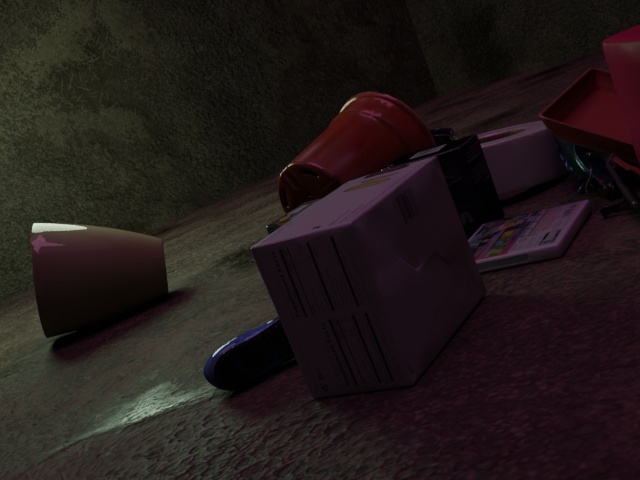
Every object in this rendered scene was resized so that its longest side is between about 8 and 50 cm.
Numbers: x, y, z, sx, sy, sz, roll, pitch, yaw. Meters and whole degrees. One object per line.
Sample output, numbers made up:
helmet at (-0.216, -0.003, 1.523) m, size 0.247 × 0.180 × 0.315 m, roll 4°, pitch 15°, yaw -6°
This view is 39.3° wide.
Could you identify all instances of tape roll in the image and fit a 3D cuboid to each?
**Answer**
tape roll at (0.342, -0.155, 1.764) m, size 0.286 × 0.100 × 0.286 m, roll -16°, pitch 9°, yaw 3°

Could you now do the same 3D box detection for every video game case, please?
video game case at (0.302, -0.002, 1.365) m, size 0.183 × 0.023 × 0.201 m, roll -14°, pitch 14°, yaw 33°

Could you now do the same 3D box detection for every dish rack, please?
dish rack at (0.283, -0.198, 2.049) m, size 0.272 × 0.074 × 0.208 m, roll -2°, pitch -3°, yaw -43°

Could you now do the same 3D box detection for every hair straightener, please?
hair straightener at (0.436, -0.081, 1.337) m, size 0.089 × 0.047 × 0.230 m, roll -47°, pitch 22°, yaw 12°

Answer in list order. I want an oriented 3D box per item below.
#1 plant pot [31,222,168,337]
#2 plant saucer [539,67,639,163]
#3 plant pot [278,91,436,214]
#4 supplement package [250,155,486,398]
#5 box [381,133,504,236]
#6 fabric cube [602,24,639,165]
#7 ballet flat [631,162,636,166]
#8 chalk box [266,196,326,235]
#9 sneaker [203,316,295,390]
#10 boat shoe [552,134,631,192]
plant pot at (-0.484, 0.071, 2.003) m, size 0.274 × 0.256 × 0.256 m, roll -7°, pitch 8°, yaw -10°
plant saucer at (0.527, -0.197, 1.497) m, size 0.258 × 0.047 × 0.259 m, roll 23°, pitch 39°, yaw 25°
plant pot at (0.066, -0.135, 1.902) m, size 0.272 × 0.272 × 0.265 m, roll -9°, pitch 24°, yaw 48°
supplement package at (0.070, 0.039, 1.118) m, size 0.145 × 0.204 × 0.262 m, roll -15°, pitch 13°, yaw 33°
box at (0.214, -0.083, 1.562) m, size 0.156 × 0.158 × 0.093 m, roll -13°, pitch 14°, yaw 34°
fabric cube at (0.576, -0.201, 1.199) m, size 0.259 × 0.254 × 0.258 m, roll -22°, pitch 10°, yaw -1°
ballet flat at (0.536, -0.163, 1.585) m, size 0.070 × 0.070 × 0.188 m, roll -24°, pitch 25°, yaw -12°
chalk box at (0.000, 0.000, 1.647) m, size 0.213 × 0.132 × 0.132 m, roll -13°, pitch 15°, yaw 41°
sneaker at (-0.066, 0.141, 1.244) m, size 0.209 × 0.069 × 0.082 m, roll -25°, pitch 8°, yaw -17°
boat shoe at (0.472, -0.146, 1.547) m, size 0.109 × 0.089 × 0.258 m, roll -7°, pitch 35°, yaw 3°
